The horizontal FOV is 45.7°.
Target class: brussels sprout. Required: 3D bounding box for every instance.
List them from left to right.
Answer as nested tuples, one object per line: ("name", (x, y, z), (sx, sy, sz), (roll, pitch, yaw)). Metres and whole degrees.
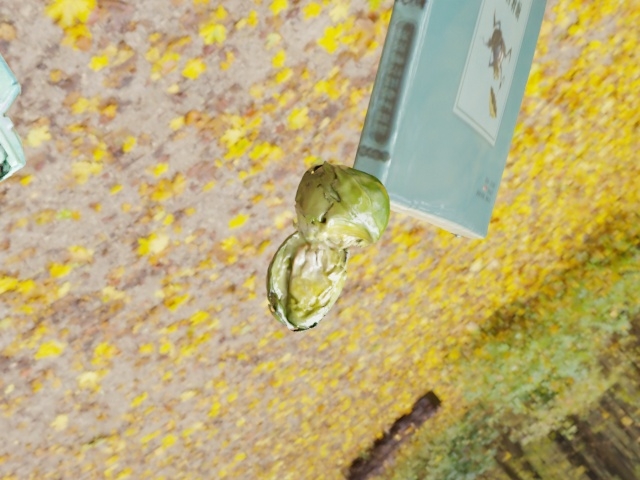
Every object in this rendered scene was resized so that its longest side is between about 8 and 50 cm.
("brussels sprout", (0.000, 0.000, 0.364), (0.083, 0.046, 0.051), (-57, 179, 26))

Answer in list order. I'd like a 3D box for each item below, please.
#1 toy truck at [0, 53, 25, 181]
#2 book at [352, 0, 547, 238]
("toy truck", (-0.494, -0.207, 1.008), (0.156, 0.155, 0.278), (-34, 115, -13))
("book", (0.124, -0.192, 0.531), (0.264, 0.031, 0.379), (15, 91, -63))
